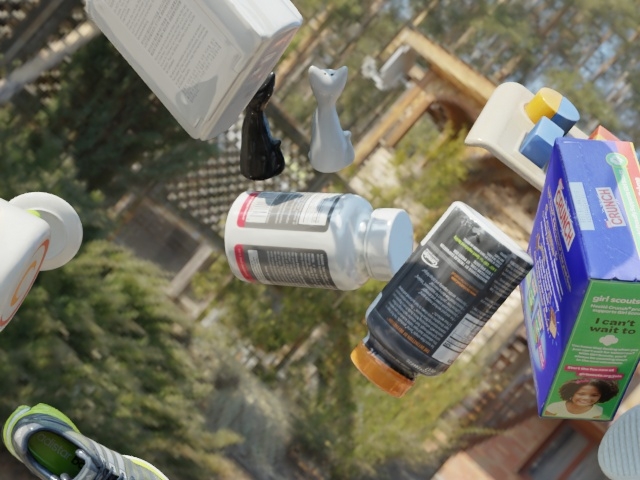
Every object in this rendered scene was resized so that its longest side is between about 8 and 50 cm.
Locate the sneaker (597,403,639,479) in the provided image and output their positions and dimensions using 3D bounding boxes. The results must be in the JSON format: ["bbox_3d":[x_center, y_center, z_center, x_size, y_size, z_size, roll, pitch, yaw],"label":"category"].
[{"bbox_3d":[0.532,0.278,1.539,0.102,0.282,0.161,56,-4,33],"label":"sneaker"}]

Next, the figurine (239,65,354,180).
[{"bbox_3d":[-0.047,-0.223,1.920,0.092,0.214,0.210,-104,-171,-51],"label":"figurine"}]

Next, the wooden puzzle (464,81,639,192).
[{"bbox_3d":[0.446,-0.155,1.876,0.347,0.080,0.322,33,33,2],"label":"wooden puzzle"}]

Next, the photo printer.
[{"bbox_3d":[-0.193,-0.326,1.458,0.307,0.107,0.256,49,-43,7],"label":"photo printer"}]

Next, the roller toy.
[{"bbox_3d":[-0.492,0.030,1.518,0.146,0.191,0.209,27,0,-5],"label":"roller toy"}]

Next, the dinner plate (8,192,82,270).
[{"bbox_3d":[-0.467,-0.012,1.754,0.141,0.141,0.017,42,13,-21],"label":"dinner plate"}]

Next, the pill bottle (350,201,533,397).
[{"bbox_3d":[0.145,0.082,1.339,0.130,0.246,0.130,38,9,-7],"label":"pill bottle"}]

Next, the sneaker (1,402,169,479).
[{"bbox_3d":[-0.331,0.349,1.544,0.300,0.111,0.121,32,-7,-13],"label":"sneaker"}]

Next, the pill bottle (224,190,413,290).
[{"bbox_3d":[0.000,0.000,1.939,0.318,0.176,0.176,4,-19,25],"label":"pill bottle"}]

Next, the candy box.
[{"bbox_3d":[0.376,0.058,1.497,0.317,0.122,0.268,92,-1,-48],"label":"candy box"}]
